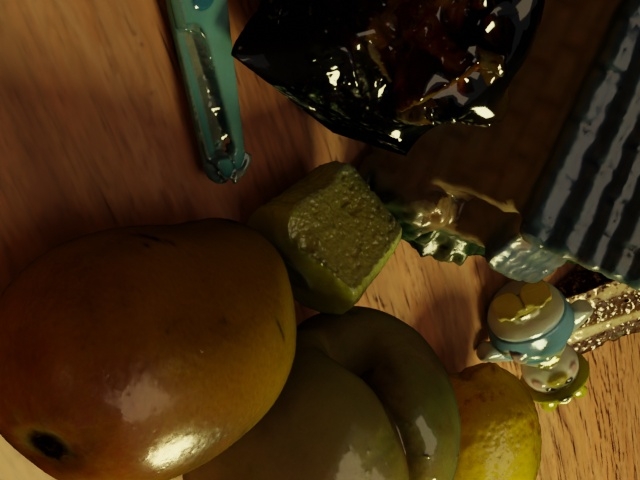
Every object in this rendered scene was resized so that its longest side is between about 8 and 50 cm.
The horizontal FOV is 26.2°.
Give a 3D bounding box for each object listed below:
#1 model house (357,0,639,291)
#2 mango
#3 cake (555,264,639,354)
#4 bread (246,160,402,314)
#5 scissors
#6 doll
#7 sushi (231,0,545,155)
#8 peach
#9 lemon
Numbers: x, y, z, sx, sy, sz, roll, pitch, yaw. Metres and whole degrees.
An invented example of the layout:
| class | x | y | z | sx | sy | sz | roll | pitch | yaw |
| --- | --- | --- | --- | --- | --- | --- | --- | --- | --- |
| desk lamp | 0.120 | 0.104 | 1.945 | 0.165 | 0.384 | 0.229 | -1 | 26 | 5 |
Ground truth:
| class | x | y | z | sx | sy | sz | roll | pitch | yaw |
| --- | --- | --- | --- | --- | --- | --- | --- | --- | --- |
| model house | 0.344 | -0.097 | 1.431 | 0.445 | 0.400 | 0.395 | 20 | 93 | -54 |
| mango | -0.135 | 0.084 | 1.139 | 0.317 | 0.173 | 0.211 | -26 | 90 | -47 |
| cake | 0.379 | 0.061 | 1.866 | 0.246 | 0.135 | 0.112 | -21 | 124 | -4 |
| bread | 0.000 | 0.000 | 1.308 | 0.114 | 0.111 | 0.129 | -44 | 103 | -30 |
| scissors | -0.099 | -0.214 | 1.121 | 0.180 | 0.032 | 0.393 | -36 | 136 | -34 |
| doll | 0.277 | 0.131 | 1.727 | 0.135 | 0.098 | 0.241 | -47 | 134 | -18 |
| sushi | 0.086 | -0.205 | 1.195 | 0.215 | 0.212 | 0.227 | 30 | 82 | -62 |
| peach | 0.000 | 0.209 | 1.339 | 0.292 | 0.247 | 0.292 | -55 | 170 | -15 |
| lemon | 0.180 | 0.247 | 1.641 | 0.170 | 0.170 | 0.207 | -20 | 118 | -43 |
